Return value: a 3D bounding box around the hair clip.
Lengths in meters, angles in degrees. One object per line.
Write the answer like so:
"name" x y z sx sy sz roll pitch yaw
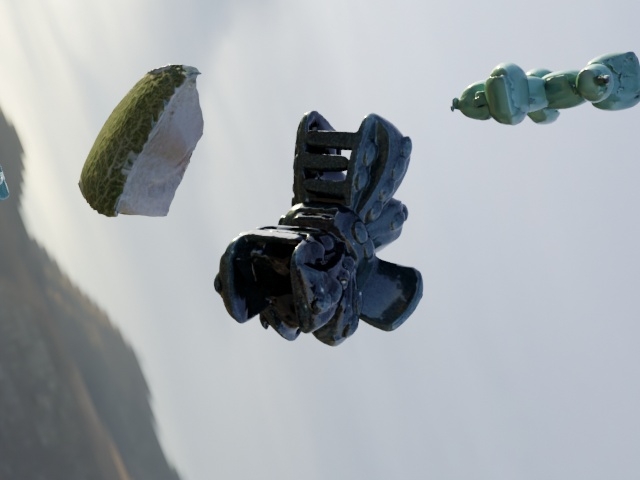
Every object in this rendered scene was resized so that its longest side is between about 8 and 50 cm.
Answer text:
"hair clip" 0.003 0.002 2.067 0.194 0.310 0.206 5 -42 31

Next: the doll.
"doll" 0.206 -0.139 1.626 0.158 0.159 0.059 -9 92 -62

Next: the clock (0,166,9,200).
"clock" -0.298 -0.081 1.466 0.135 0.041 0.101 140 -69 -85

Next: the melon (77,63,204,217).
"melon" -0.168 -0.071 1.636 0.202 0.093 0.139 -47 -164 44
